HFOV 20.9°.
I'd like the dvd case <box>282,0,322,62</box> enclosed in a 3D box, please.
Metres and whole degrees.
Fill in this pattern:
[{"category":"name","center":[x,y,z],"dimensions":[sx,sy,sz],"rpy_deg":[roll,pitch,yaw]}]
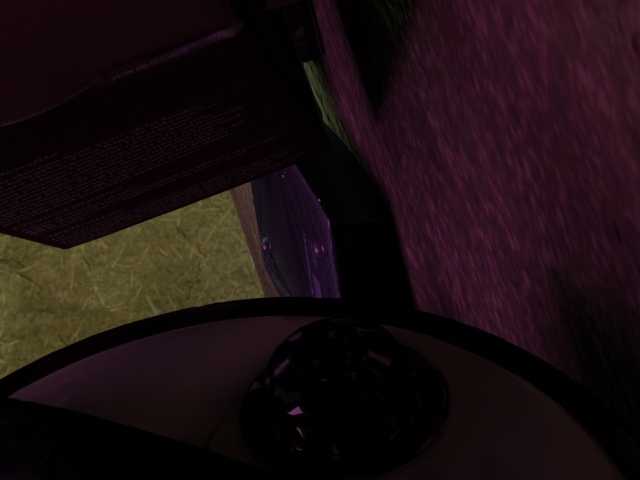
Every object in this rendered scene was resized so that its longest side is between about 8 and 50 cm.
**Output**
[{"category":"dvd case","center":[-0.057,-0.261,1.217],"dimensions":[0.179,0.029,0.239],"rpy_deg":[-119,12,-61]}]

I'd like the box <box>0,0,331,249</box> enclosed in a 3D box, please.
[{"category":"box","center":[-0.120,-0.098,0.900],"dimensions":[0.381,0.191,0.143],"rpy_deg":[30,-140,-84]}]

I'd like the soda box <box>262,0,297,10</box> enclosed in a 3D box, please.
[{"category":"soda box","center":[-0.030,-0.228,0.845],"dimensions":[0.074,0.069,0.216],"rpy_deg":[94,158,-76]}]

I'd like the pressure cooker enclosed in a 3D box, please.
[{"category":"pressure cooker","center":[-0.020,0.225,0.668],"dimensions":[0.375,0.370,0.420],"rpy_deg":[-111,7,-48]}]

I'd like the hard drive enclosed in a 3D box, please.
[{"category":"hard drive","center":[0.000,0.000,1.259],"dimensions":[0.255,0.054,0.172],"rpy_deg":[-125,24,-62]}]
